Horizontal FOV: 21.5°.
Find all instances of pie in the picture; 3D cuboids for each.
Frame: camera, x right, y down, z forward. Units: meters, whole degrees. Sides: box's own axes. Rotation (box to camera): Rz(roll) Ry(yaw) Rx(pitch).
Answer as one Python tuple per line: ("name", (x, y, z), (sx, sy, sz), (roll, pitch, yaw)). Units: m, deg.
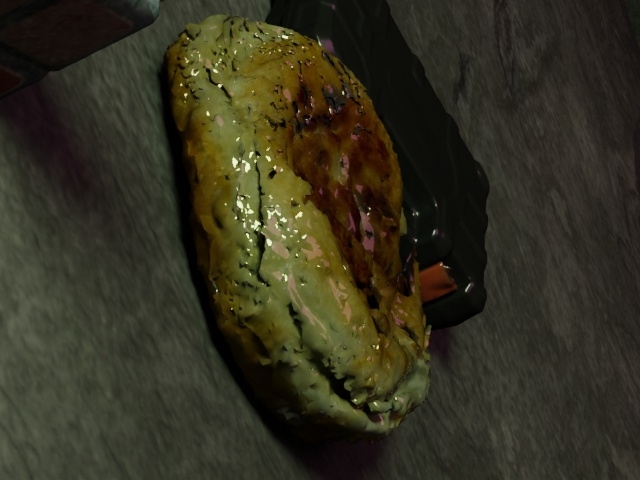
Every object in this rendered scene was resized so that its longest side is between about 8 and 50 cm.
("pie", (-0.001, 0.000, 1.119), (0.308, 0.086, 0.308), (51, 28, -41))

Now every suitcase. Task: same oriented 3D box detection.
("suitcase", (0.050, -0.087, 1.353), (0.285, 0.066, 0.206), (57, 23, -28))

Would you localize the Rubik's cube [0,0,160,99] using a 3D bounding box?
("Rubik's cube", (-0.220, -0.157, 0.523), (0.237, 0.238, 0.236), (29, 45, -60))
